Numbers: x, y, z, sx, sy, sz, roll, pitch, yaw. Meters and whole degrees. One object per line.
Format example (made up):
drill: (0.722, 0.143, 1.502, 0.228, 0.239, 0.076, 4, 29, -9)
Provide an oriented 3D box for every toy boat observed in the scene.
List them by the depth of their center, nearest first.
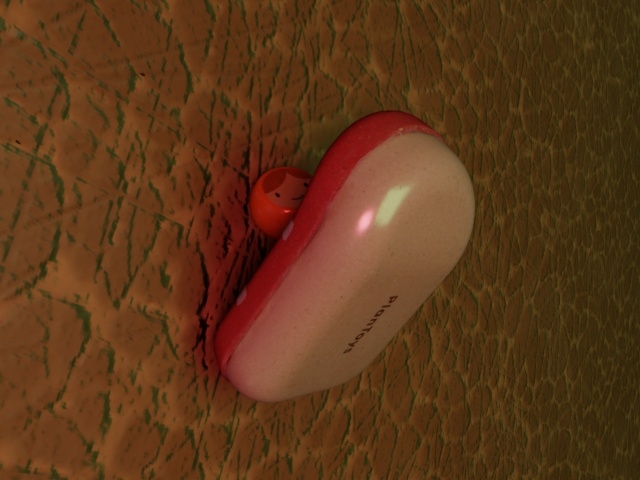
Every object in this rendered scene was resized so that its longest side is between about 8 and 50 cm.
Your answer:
toy boat: (0.000, 0.000, 0.461, 0.151, 0.151, 0.231, 2, 132, -50)
